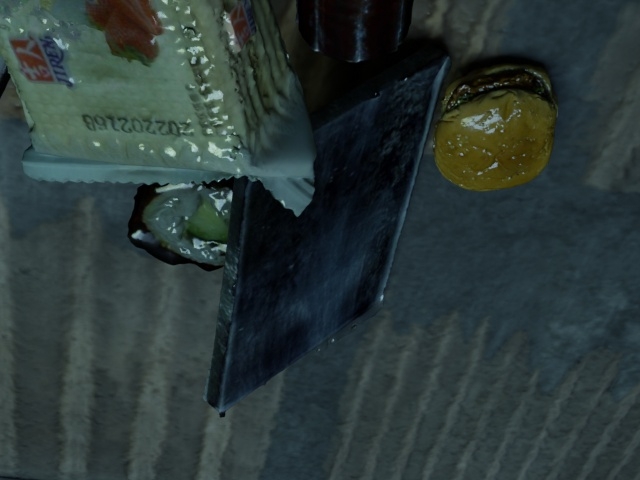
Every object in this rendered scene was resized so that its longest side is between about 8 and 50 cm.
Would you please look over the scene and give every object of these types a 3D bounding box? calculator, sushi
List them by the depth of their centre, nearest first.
[{"bbox_3d":[-0.072,-0.038,0.855,0.098,0.084,0.094,30,139,-22],"label":"sushi"},{"bbox_3d":[0.000,0.000,0.865,0.021,0.161,0.262,44,147,23],"label":"calculator"}]

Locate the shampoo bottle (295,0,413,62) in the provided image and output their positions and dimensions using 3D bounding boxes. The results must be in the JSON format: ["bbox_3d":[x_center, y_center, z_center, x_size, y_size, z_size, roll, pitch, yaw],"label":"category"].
[{"bbox_3d":[0.019,-0.196,0.630,0.104,0.104,0.278,3,142,1],"label":"shampoo bottle"}]

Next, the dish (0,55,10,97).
[{"bbox_3d":[-0.300,-0.136,0.678,0.316,0.106,0.316,-21,130,-27],"label":"dish"}]

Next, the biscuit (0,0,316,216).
[{"bbox_3d":[-0.108,-0.147,0.647,0.186,0.079,0.309,6,137,21],"label":"biscuit"}]

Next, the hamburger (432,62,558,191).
[{"bbox_3d":[0.104,-0.066,0.832,0.076,0.044,0.083,-6,144,4],"label":"hamburger"}]
